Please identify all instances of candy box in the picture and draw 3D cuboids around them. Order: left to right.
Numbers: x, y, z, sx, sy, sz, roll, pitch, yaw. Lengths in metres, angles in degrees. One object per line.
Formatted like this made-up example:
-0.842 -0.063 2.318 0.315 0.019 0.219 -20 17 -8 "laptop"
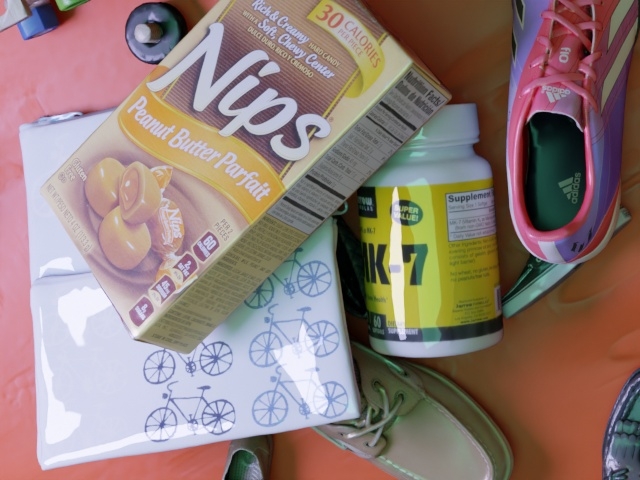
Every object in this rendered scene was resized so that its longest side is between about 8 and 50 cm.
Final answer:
-0.069 -0.080 1.095 0.316 0.087 0.183 -45 61 12 "candy box"

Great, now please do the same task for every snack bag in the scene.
-0.128 0.015 1.175 0.323 0.037 0.343 -11 75 21 "snack bag"

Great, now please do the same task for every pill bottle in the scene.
0.093 -0.011 1.136 0.119 0.119 0.209 -3 96 16 "pill bottle"

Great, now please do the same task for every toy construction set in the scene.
-0.216 -0.299 1.112 0.257 0.237 0.309 4 100 15 "toy construction set"

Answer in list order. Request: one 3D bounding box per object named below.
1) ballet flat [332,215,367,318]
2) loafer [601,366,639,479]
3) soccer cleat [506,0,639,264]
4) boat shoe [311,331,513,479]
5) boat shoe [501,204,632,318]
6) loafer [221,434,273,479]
0.000 0.000 1.201 0.173 0.049 0.057 46 107 4 "ballet flat"
0.283 0.243 1.144 0.096 0.084 0.268 10 102 14 "loafer"
0.201 -0.140 1.073 0.108 0.116 0.318 2 88 18 "soccer cleat"
0.035 0.144 1.189 0.302 0.098 0.109 36 106 8 "boat shoe"
0.207 0.012 1.150 0.142 0.049 0.040 -42 76 13 "boat shoe"
-0.075 0.249 1.263 0.056 0.050 0.148 2 100 15 "loafer"
